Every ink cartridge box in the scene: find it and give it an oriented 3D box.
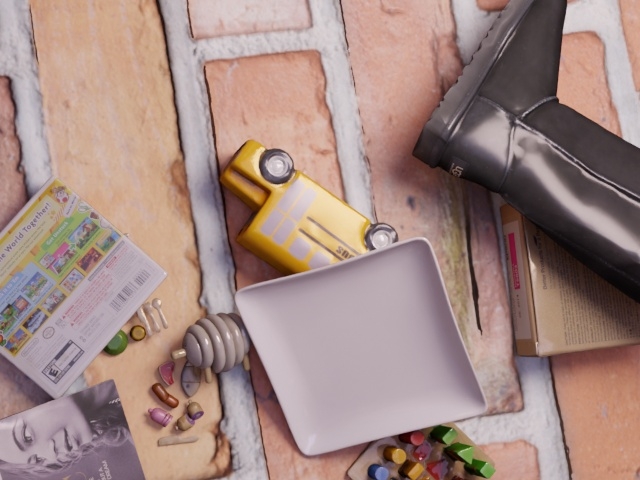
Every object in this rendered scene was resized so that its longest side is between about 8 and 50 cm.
[{"bbox_3d":[0.379,0.048,1.705,0.193,0.088,0.234,-4,85,-13],"label":"ink cartridge box"}]

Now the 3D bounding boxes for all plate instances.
[{"bbox_3d":[0.057,0.144,1.564,0.278,0.045,0.277,-17,111,14],"label":"plate"}]

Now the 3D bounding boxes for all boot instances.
[{"bbox_3d":[0.408,-0.140,1.632,0.445,0.146,0.367,31,70,8],"label":"boot"}]

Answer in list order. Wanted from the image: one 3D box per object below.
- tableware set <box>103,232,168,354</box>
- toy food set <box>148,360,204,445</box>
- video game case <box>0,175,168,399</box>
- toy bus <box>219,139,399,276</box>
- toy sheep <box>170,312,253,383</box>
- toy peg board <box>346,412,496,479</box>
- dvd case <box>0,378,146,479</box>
[{"bbox_3d":[-0.282,0.074,1.585,0.104,0.024,0.154,-24,91,-11],"label":"tableware set"},{"bbox_3d":[-0.200,0.219,1.588,0.078,0.019,0.122,-5,86,-14],"label":"toy food set"},{"bbox_3d":[-0.356,0.063,1.549,0.206,0.026,0.227,41,84,-3],"label":"video game case"},{"bbox_3d":[0.000,0.000,1.613,0.333,0.108,0.130,35,80,-8],"label":"toy bus"},{"bbox_3d":[-0.144,0.143,1.577,0.132,0.091,0.091,-18,89,-34],"label":"toy sheep"},{"bbox_3d":[0.152,0.326,1.630,0.161,0.079,0.160,44,77,-5],"label":"toy peg board"},{"bbox_3d":[-0.336,0.290,1.496,0.221,0.018,0.164,-17,89,-43],"label":"dvd case"}]
